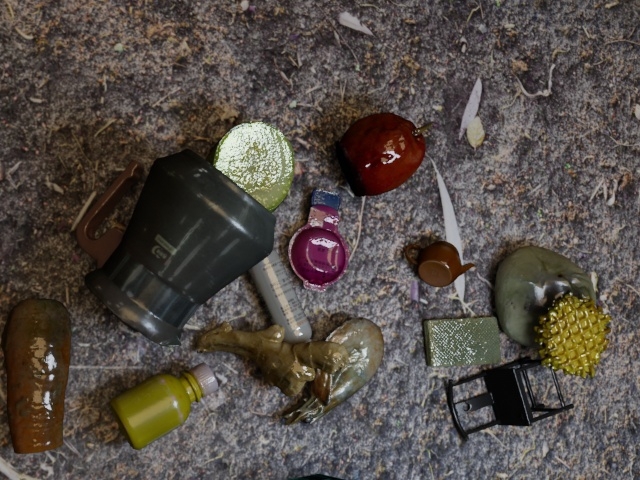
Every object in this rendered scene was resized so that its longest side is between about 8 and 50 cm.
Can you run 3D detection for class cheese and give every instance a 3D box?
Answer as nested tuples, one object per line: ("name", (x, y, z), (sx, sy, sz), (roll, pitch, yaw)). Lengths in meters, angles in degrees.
("cheese", (0.000, 0.000, 1.937), (0.155, 0.062, 0.245), (11, 75, -19))

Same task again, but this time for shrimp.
("shrimp", (0.026, 0.299, 1.868), (0.317, 0.077, 0.168), (-39, 115, -24))

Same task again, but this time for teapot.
("teapot", (-0.320, 0.003, 1.703), (0.376, 0.305, 0.362), (37, 85, 21))
("teapot", (0.292, 0.047, 2.020), (0.173, 0.116, 0.116), (19, 72, 12))

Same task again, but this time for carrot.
("carrot", (-0.565, 0.267, 1.645), (0.138, 0.138, 0.302), (-4, 83, -21))

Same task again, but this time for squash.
("squash", (-0.153, -0.157, 1.882), (0.220, 0.133, 0.220), (2, 84, -23))

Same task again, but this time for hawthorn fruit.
("hawthorn fruit", (0.153, -0.218, 1.949), (0.251, 0.189, 0.190), (-37, 95, 17))

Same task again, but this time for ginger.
("ginger", (-0.107, 0.254, 1.806), (0.333, 0.081, 0.148), (17, 107, 9))

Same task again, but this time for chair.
("chair", (0.458, 0.378, 1.998), (0.260, 0.141, 0.155), (-13, 84, -25))

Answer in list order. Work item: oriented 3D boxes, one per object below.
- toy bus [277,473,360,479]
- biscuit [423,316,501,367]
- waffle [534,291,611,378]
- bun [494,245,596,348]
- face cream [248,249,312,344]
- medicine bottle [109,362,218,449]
("toy bus", (0.005, 0.567, 1.731), (0.147, 0.256, 0.128), (-5, 82, -24))
("biscuit", (0.352, 0.251, 2.032), (0.199, 0.040, 0.121), (-1, 82, -21))
("waffle", (0.601, 0.222, 1.953), (0.193, 0.070, 0.197), (11, 92, -20))
("bun", (0.571, 0.142, 2.067), (0.272, 0.168, 0.273), (3, 77, -12))
("face cream", (-0.083, 0.157, 1.867), (0.081, 0.082, 0.269), (-23, 88, -22))
("medicine bottle", (-0.322, 0.337, 1.724), (0.212, 0.122, 0.122), (-27, 90, -23))
